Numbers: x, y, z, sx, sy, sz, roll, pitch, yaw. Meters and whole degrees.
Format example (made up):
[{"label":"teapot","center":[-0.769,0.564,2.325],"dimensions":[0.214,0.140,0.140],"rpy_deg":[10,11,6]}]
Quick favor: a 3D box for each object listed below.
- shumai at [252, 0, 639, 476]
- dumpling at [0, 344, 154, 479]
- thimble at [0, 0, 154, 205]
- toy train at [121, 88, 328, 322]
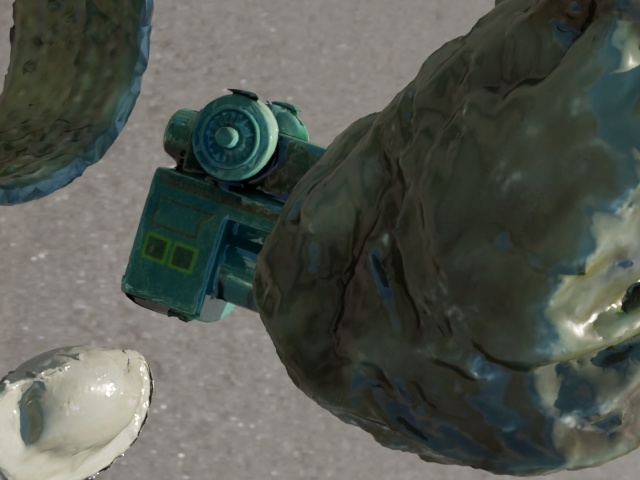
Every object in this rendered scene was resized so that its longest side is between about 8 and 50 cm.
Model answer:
[{"label":"shumai","center":[0.116,-0.052,0.706],"dimensions":[0.263,0.304,0.309],"rpy_deg":[95,-4,-46]},{"label":"dumpling","center":[-0.291,0.205,1.437],"dimensions":[0.247,0.142,0.172],"rpy_deg":[-8,102,-48]},{"label":"thimble","center":[-0.244,-0.151,0.781],"dimensions":[0.271,0.150,0.270],"rpy_deg":[-11,103,-56]},{"label":"toy train","center":[0.000,0.000,0.996],"dimensions":[0.120,0.298,0.194],"rpy_deg":[0,108,-75]}]
